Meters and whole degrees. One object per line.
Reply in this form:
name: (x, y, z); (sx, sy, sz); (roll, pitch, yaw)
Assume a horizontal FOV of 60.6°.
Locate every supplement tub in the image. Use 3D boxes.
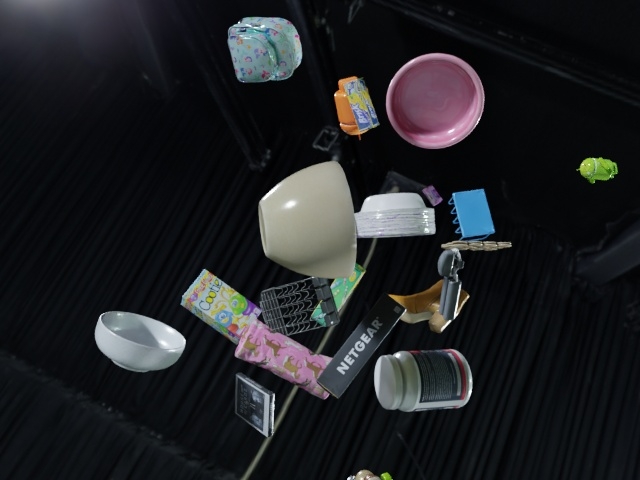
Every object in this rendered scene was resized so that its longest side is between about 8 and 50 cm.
supplement tub: (0.333, 0.455, 1.783); (0.272, 0.191, 0.191); (2, -14, -18)

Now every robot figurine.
robot figurine: (0.123, -0.487, 2.026); (0.158, 0.128, 0.219); (15, -52, 43)
robot figurine: (0.903, -0.233, 1.787); (0.115, 0.067, 0.101); (6, -22, -2)

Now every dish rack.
dish rack: (-0.085, 0.244, 2.014); (0.271, 0.208, 0.074); (-17, -2, 20)

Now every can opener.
can opener: (0.443, 0.149, 1.909); (0.093, 0.280, 0.074); (-6, 26, -10)

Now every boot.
boot: (0.410, 0.228, 2.141); (0.295, 0.211, 0.104); (22, -34, 35)

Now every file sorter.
file sorter: (0.556, -0.087, 2.037); (0.118, 0.170, 0.104); (-8, -17, -5)

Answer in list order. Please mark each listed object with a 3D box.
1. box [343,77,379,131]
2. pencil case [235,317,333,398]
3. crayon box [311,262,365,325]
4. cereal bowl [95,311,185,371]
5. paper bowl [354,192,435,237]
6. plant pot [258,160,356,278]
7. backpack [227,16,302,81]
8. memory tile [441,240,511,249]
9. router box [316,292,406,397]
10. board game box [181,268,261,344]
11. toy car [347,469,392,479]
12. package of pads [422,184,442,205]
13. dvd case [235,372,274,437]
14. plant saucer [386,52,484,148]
box: (0.138, -0.458, 1.851); (0.059, 0.054, 0.169); (-14, -77, 33)
pencil case: (-0.114, 0.419, 1.950); (0.386, 0.160, 0.167); (27, -32, -7)
crayon box: (0.080, 0.224, 2.337); (0.081, 0.278, 0.165); (34, 7, 8)
cereal bowl: (-0.696, 0.400, 2.081); (0.339, 0.141, 0.339); (23, 2, -1)
paper bowl: (0.256, -0.086, 1.922); (0.284, 0.148, 0.284); (-4, 0, 0)
plant pot: (-0.044, -0.039, 1.305); (0.190, 0.284, 0.284); (-7, -18, -11)
backpack: (-0.203, -0.697, 2.014); (0.253, 0.191, 0.225); (5, -48, 17)
memory tile: (0.380, 0.014, 1.340); (0.148, 0.012, 0.113); (2, -7, -9)
router box: (0.112, 0.311, 1.585); (0.081, 0.309, 0.243); (38, -12, 10)
board game box: (-0.389, 0.261, 2.139); (0.275, 0.144, 0.142); (36, -25, -2)
toy car: (0.196, 1.045, 2.335); (0.155, 0.149, 0.188); (-11, 9, -23)
package of pads: (0.469, -0.189, 2.291); (0.083, 0.050, 0.032); (55, -42, 7)
dvd case: (-0.268, 0.656, 2.199); (0.029, 0.179, 0.238); (-6, 14, -41)
plant saucer: (0.399, -0.490, 1.917); (0.332, 0.084, 0.332); (6, -58, 9)
